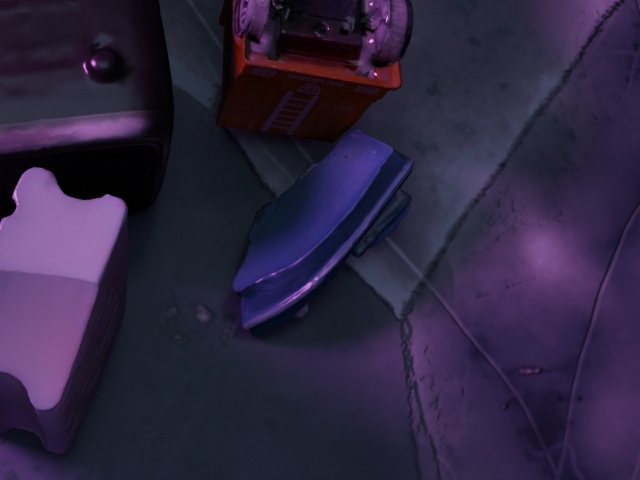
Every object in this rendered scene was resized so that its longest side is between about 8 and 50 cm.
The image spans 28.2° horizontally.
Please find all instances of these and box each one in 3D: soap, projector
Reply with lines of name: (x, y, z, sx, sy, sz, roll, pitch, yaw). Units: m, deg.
soap: (-0.235, 0.073, 1.111, 0.095, 0.289, 0.173, 20, 69, -2)
projector: (-0.361, -0.224, 1.209, 0.395, 0.242, 0.405, -9, 73, -12)

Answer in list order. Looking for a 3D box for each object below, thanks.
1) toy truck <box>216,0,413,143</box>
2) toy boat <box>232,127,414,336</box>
toy truck: (-0.023, -0.303, 1.320, 0.173, 0.207, 0.387, 7, 66, -17)
toy boat: (0.000, 0.000, 1.292, 0.238, 0.098, 0.109, -47, 48, -11)
